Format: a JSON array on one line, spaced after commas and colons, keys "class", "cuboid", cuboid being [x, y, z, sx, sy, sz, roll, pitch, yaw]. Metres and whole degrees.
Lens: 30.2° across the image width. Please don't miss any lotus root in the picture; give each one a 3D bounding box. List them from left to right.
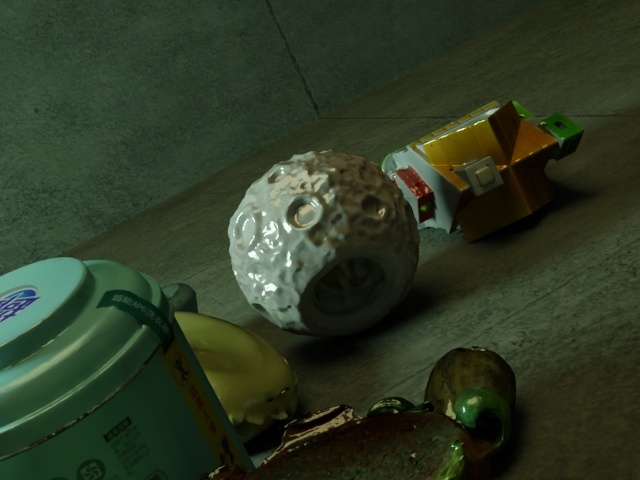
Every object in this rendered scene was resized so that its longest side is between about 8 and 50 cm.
[{"class": "lotus root", "cuboid": [0.144, 0.160, 1.150, 0.089, 0.080, 0.179, 1, 24, 10]}]

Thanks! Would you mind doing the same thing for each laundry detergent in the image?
[{"class": "laundry detergent", "cuboid": [-0.236, 0.190, 1.148, 0.287, 0.305, 0.287, -20, 23, 9]}]

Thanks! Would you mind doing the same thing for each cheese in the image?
[{"class": "cheese", "cuboid": [-0.164, 0.176, 1.452, 0.259, 0.128, 0.316, -24, 28, -37]}]

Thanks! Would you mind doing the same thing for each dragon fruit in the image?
[{"class": "dragon fruit", "cuboid": [0.035, 0.229, 0.980, 0.295, 0.130, 0.268, -24, 14, 4]}]

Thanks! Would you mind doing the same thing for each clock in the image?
[{"class": "clock", "cuboid": [0.250, -0.108, 1.790, 0.235, 0.166, 0.309, -27, 7, -9]}]

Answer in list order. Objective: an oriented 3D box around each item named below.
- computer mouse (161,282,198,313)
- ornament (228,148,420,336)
[{"class": "computer mouse", "cuboid": [-0.290, 0.201, 1.662, 0.188, 0.122, 0.371, -26, 13, 49]}, {"class": "ornament", "cuboid": [0.000, 0.000, 1.599, 0.259, 0.259, 0.225, -26, 46, -3]}]
